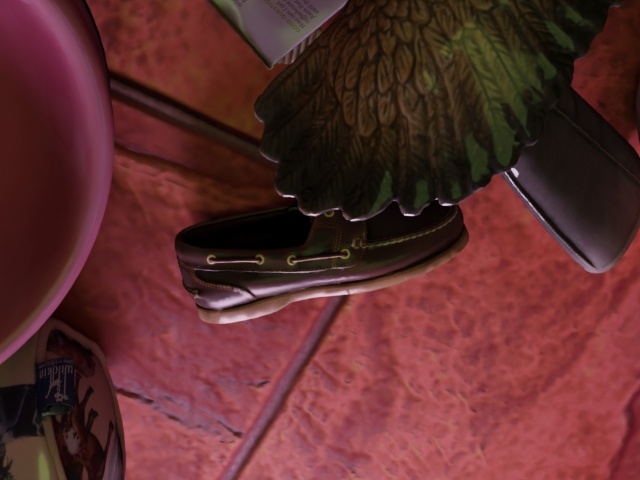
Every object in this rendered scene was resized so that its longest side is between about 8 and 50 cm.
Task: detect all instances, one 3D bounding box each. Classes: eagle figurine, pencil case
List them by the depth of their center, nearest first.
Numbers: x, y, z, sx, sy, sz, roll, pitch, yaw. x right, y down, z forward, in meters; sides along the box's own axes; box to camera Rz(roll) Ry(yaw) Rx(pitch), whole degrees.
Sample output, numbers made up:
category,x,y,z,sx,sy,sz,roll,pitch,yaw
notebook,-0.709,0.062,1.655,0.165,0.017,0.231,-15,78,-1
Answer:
category,x,y,z,sx,sy,sz,roll,pitch,yaw
eagle figurine,0.052,-0.180,0.631,0.226,0.298,0.225,32,155,15
pencil case,-0.346,0.174,0.927,0.410,0.183,0.160,-13,118,0

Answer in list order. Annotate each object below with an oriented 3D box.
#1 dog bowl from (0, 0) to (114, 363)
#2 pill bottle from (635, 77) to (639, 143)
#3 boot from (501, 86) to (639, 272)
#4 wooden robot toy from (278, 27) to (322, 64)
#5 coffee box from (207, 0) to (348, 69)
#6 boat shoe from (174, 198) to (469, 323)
category,x,y,z,sx,sy,sz,roll,pitch,yaw
dog bowl,-0.300,-0.058,0.757,0.408,0.150,0.408,-17,127,-25
pill bottle,0.354,-0.028,0.799,0.224,0.392,0.224,-3,116,-5
boot,0.158,-0.102,0.909,0.208,0.076,0.190,28,76,-32
wooden robot toy,0.055,-0.111,0.896,0.173,0.079,0.076,22,111,-17
coffee box,0.026,-0.234,0.799,0.246,0.141,0.098,-39,114,11
boat shoe,0.000,0.000,0.946,0.207,0.073,0.073,-16,118,0
